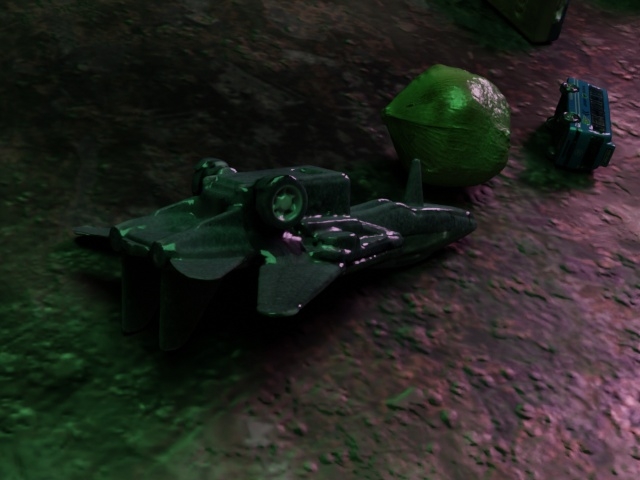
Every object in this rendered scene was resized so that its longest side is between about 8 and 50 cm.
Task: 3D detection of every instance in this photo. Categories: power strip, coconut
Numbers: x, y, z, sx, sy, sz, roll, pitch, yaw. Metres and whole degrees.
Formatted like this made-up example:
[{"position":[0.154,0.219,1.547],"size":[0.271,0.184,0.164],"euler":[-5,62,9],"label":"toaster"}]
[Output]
[{"position":[0.183,-0.233,1.111],"size":[0.032,0.056,0.123],"euler":[-9,42,-25],"label":"power strip"},{"position":[0.089,-0.081,0.860],"size":[0.096,0.088,0.088],"euler":[10,36,-12],"label":"coconut"}]

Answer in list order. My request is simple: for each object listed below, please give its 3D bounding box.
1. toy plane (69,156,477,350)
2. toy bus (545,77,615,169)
[{"position":[0.000,-0.011,0.733],"size":[0.267,0.088,0.212],"euler":[-15,20,-35],"label":"toy plane"},{"position":[0.202,-0.089,0.940],"size":[0.046,0.038,0.083],"euler":[15,37,-1],"label":"toy bus"}]
